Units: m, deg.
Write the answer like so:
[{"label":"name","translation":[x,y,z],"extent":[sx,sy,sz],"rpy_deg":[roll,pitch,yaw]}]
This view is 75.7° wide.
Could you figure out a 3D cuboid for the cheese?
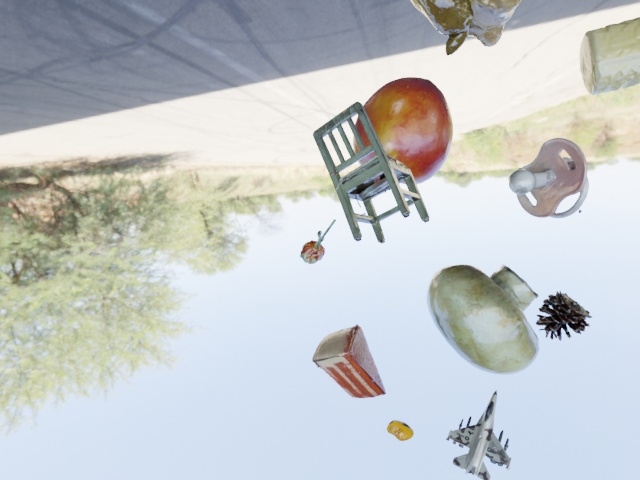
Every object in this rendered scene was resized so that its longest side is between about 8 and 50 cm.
[{"label":"cheese","translation":[0.587,-0.351,0.766],"extent":[0.167,0.123,0.094],"rpy_deg":[-11,-176,19]}]

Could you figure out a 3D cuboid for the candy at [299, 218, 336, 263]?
[{"label":"candy","translation":[-0.002,0.000,1.372],"extent":[0.084,0.078,0.287],"rpy_deg":[-31,168,-27]}]

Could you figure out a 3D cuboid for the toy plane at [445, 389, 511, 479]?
[{"label":"toy plane","translation":[0.420,0.505,1.066],"extent":[0.160,0.082,0.234],"rpy_deg":[13,-129,36]}]

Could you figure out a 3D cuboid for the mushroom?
[{"label":"mushroom","translation":[0.454,0.197,1.141],"extent":[0.260,0.352,0.352],"rpy_deg":[-45,-177,10]}]

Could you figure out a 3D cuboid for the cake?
[{"label":"cake","translation":[0.110,0.419,1.440],"extent":[0.158,0.262,0.159],"rpy_deg":[-22,-148,29]}]

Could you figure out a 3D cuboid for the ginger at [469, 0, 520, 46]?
[{"label":"ginger","translation":[0.298,-0.497,0.822],"extent":[0.126,0.189,0.354],"rpy_deg":[-25,-147,12]}]

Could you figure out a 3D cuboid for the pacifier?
[{"label":"pacifier","translation":[0.842,-0.228,1.553],"extent":[0.273,0.220,0.332],"rpy_deg":[23,146,0]}]

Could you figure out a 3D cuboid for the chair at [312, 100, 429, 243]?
[{"label":"chair","translation":[0.112,-0.141,0.907],"extent":[0.136,0.270,0.147],"rpy_deg":[-29,163,29]}]

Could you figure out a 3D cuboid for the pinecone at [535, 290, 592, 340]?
[{"label":"pinecone","translation":[0.848,0.278,1.461],"extent":[0.163,0.165,0.163],"rpy_deg":[22,-150,-14]}]

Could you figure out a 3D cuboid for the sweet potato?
[{"label":"sweet potato","translation":[0.198,-0.481,0.703],"extent":[0.124,0.309,0.098],"rpy_deg":[5,-161,28]}]

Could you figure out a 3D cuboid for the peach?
[{"label":"peach","translation":[0.299,-0.389,1.478],"extent":[0.389,0.388,0.388],"rpy_deg":[-9,-172,1]}]

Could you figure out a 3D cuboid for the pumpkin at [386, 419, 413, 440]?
[{"label":"pumpkin","translation":[0.218,0.517,1.136],"extent":[0.050,0.083,0.028],"rpy_deg":[-46,-161,15]}]
